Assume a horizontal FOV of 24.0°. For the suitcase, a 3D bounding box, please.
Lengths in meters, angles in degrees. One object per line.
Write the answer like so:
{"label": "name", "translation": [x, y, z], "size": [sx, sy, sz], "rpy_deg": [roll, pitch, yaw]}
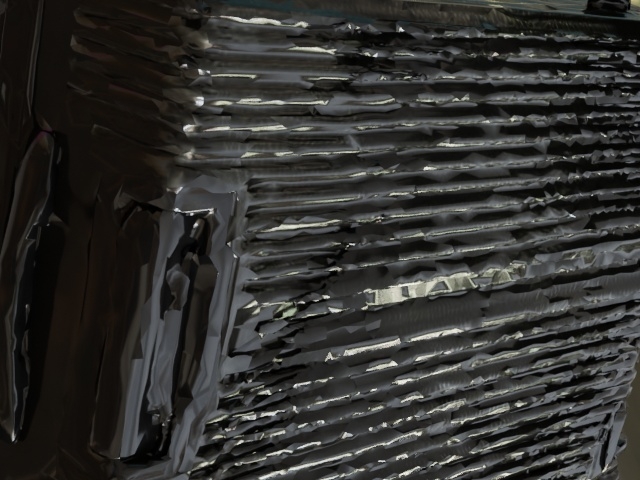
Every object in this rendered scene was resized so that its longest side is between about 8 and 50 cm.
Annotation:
{"label": "suitcase", "translation": [0.000, 0.000, 0.589], "size": [0.335, 0.152, 0.230], "rpy_deg": [-5, -69, -47]}
